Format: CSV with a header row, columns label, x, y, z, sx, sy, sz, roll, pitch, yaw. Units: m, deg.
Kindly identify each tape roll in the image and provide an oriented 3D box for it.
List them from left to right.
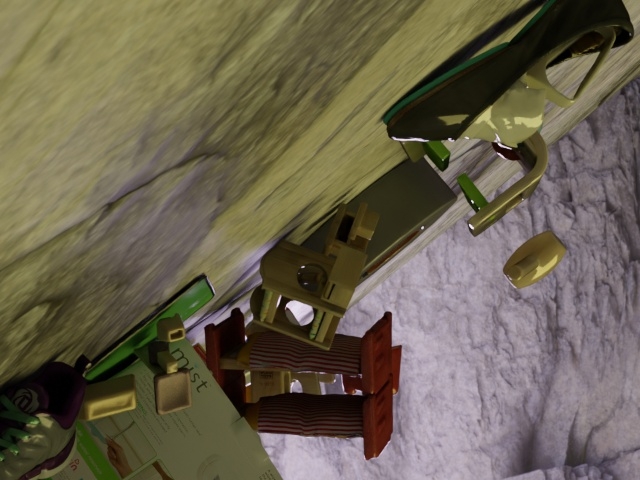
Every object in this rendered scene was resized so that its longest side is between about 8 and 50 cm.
label,x,y,z,sx,sy,sz,roll,pitch,yaw
tape roll,0.061,-0.009,1.867,0.219,0.072,0.219,-38,175,-4

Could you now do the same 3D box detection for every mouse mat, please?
label,x,y,z,sx,sy,sz,roll,pitch,yaw
mouse mat,-0.166,0.090,1.499,0.152,0.007,0.190,-39,176,-6

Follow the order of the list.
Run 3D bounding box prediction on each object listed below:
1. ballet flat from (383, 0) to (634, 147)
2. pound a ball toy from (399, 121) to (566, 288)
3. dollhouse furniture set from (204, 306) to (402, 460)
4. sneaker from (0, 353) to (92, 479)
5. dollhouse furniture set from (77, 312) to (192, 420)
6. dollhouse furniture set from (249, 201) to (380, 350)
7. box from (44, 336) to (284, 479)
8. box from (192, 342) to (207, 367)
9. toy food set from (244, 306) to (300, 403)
label,x,y,z,sx,sy,sz,roll,pitch,yaw
ballet flat,0.187,-0.152,1.412,0.280,0.096,0.095,-37,175,-20
pound a ball toy,0.205,-0.063,1.663,0.136,0.208,0.319,-40,174,4
dollhouse furniture set,0.004,0.145,1.889,0.201,0.152,0.374,1,-171,12
sneaker,-0.257,0.156,1.172,0.223,0.083,0.098,-39,156,-60
dollhouse furniture set,-0.190,0.113,1.440,0.114,0.091,0.081,-13,-154,-24
dollhouse furniture set,0.000,0.000,1.629,0.182,0.101,0.161,110,1,-64
box,-0.164,0.263,1.509,0.231,0.262,0.127,-33,177,-46
box,-0.193,0.202,1.808,0.058,0.087,0.232,-43,173,30
toy food set,-0.087,0.152,2.229,0.111,0.104,0.232,-24,152,-17
